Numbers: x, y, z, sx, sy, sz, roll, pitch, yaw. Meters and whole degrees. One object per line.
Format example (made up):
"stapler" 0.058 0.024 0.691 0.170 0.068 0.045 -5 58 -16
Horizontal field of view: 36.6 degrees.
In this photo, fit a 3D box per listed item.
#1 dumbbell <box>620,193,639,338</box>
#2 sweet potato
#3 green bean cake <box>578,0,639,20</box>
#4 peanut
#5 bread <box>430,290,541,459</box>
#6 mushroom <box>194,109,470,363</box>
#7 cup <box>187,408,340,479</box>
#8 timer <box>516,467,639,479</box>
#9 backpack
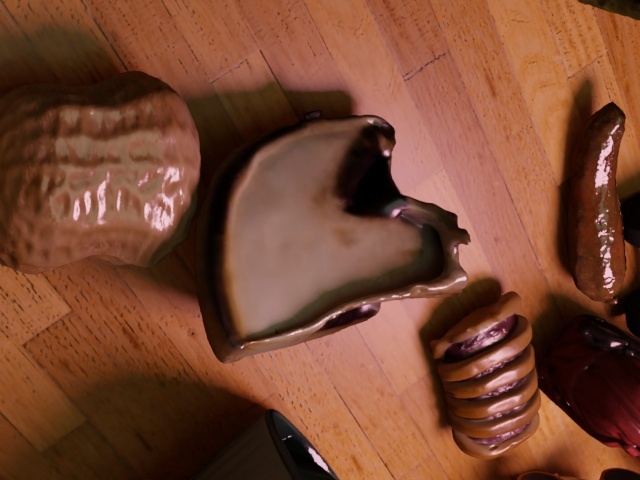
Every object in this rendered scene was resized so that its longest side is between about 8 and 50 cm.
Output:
"dumbbell" 0.452 0.037 1.290 0.100 0.100 0.191 -24 121 -14
"sweet potato" 0.348 -0.044 1.221 0.075 0.075 0.273 -16 115 -19
"green bean cake" 0.424 -0.382 1.012 0.335 0.218 0.319 -2 113 -27
"peanut" -0.227 -0.061 0.907 0.233 0.110 0.196 -6 115 -26
"bread" 0.222 0.180 1.256 0.134 0.081 0.225 -24 122 -13
"mushroom" -0.008 -0.006 1.039 0.292 0.212 0.217 -16 79 -15
"cup" -0.080 0.445 1.107 0.392 0.310 0.401 -36 122 -1
"timer" 0.353 0.447 1.359 0.234 0.233 0.240 -2 111 -25
"backpack" 0.405 0.206 1.276 0.229 0.229 0.139 30 103 -33
